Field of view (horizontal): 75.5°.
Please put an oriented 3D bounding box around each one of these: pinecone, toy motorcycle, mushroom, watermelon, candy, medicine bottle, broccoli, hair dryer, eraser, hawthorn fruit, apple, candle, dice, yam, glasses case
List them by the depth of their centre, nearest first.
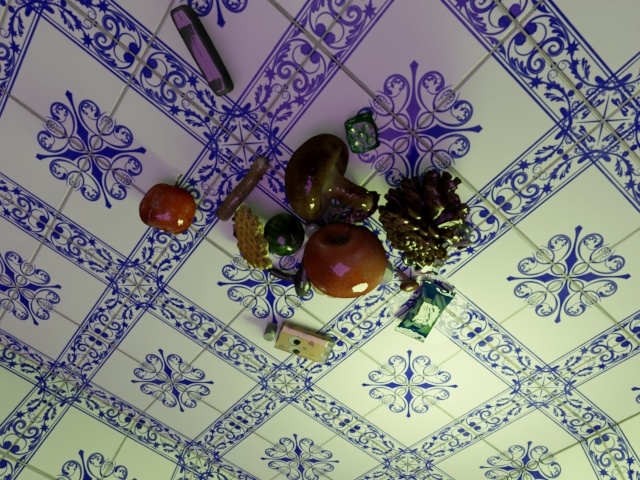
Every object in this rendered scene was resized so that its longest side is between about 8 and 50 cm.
[{"bbox_3d":[-0.431,-0.696,1.530,0.074,0.131,0.323,-23,114,12],"label":"glasses case"},{"bbox_3d":[0.030,-0.212,1.612,0.331,0.334,0.356,-42,72,-7],"label":"mushroom"},{"bbox_3d":[0.163,-0.419,1.614,0.120,0.128,0.131,-15,116,15],"label":"dice"},{"bbox_3d":[0.428,-0.114,1.626,0.383,0.384,0.385,3,119,5],"label":"pinecone"},{"bbox_3d":[0.102,0.077,1.732,0.348,0.349,0.277,-6,127,10],"label":"apple"},{"bbox_3d":[0.094,-0.151,1.796,0.204,0.118,0.123,-30,81,4],"label":"broccoli"},{"bbox_3d":[-0.343,-0.222,1.809,0.081,0.081,0.357,36,117,-13],"label":"yam"},{"bbox_3d":[-0.658,-0.166,1.817,0.241,0.242,0.272,20,88,-5],"label":"hawthorn fruit"},{"bbox_3d":[-0.154,-0.021,1.821,0.187,0.214,0.188,-18,120,-35],"label":"watermelon"},{"bbox_3d":[0.522,0.051,1.833,0.326,0.143,0.188,-26,122,3],"label":"toy motorcycle"},{"bbox_3d":[0.000,0.000,1.894,0.076,0.049,0.197,-22,126,23],"label":"glasses case"},{"bbox_3d":[0.240,0.141,1.946,0.192,0.068,0.168,40,116,-10],"label":"candle"},{"bbox_3d":[0.402,0.203,1.961,0.129,0.073,0.088,38,159,-7],"label":"mushroom"},{"bbox_3d":[-0.163,0.140,1.989,0.271,0.091,0.236,12,110,4],"label":"hair dryer"},{"bbox_3d":[0.507,0.351,2.026,0.186,0.077,0.331,23,116,-9],"label":"candy"},{"bbox_3d":[-0.263,0.479,2.174,0.058,0.091,0.058,3,119,5],"label":"medicine bottle"},{"bbox_3d":[-0.084,0.540,2.189,0.290,0.087,0.171,20,120,-4],"label":"eraser"}]

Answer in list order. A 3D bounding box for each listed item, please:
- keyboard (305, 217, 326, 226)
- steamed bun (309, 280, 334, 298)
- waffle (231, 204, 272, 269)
[{"bbox_3d":[-0.049,-0.196,1.819,0.106,0.027,0.317,-10,116,12],"label":"keyboard"},{"bbox_3d":[0.043,0.175,1.969,0.192,0.106,0.178,-1,115,-3],"label":"steamed bun"},{"bbox_3d":[-0.313,-0.010,1.838,0.060,0.307,0.312,-22,110,-32],"label":"waffle"}]
